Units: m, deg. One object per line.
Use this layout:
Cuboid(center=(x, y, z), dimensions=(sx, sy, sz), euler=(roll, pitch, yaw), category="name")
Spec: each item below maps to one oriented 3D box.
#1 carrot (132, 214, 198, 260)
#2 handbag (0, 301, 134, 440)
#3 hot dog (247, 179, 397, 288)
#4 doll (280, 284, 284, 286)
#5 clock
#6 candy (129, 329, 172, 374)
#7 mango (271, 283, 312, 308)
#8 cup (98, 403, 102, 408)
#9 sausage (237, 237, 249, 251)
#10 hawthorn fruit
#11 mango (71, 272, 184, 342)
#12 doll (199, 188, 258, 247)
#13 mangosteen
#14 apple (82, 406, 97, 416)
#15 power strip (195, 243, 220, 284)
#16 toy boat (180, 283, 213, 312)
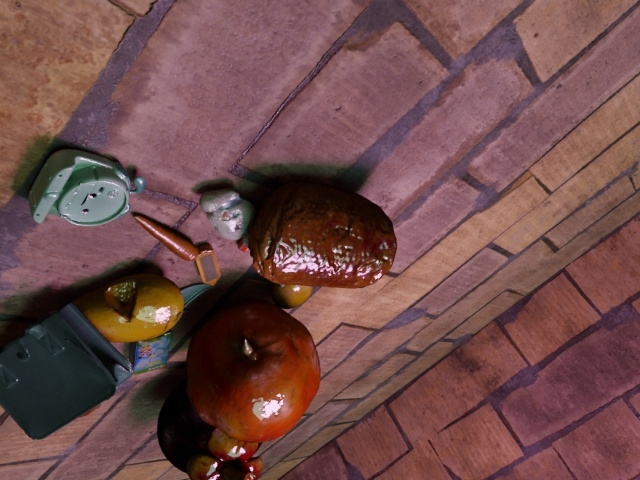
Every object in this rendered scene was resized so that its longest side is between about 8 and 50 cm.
Cuboid(center=(-0.343, -0.007, 1.211), dimensions=(0.048, 0.048, 0.216), euler=(-34, 146, 7), category="carrot")
Cuboid(center=(-0.609, 0.302, 1.231), dimensions=(0.326, 0.238, 0.089), euler=(-32, -165, 22), category="handbag")
Cuboid(center=(0.000, 0.000, 1.325), dimensions=(0.387, 0.174, 0.267), euler=(9, 104, -32), category="hot dog")
Cuboid(center=(0.009, 0.031, 1.530), dimensions=(0.384, 0.099, 0.188), euler=(-17, 154, -30), category="doll")
Cuboid(center=(-0.421, -0.088, 1.001), dimensions=(0.188, 0.060, 0.148), euler=(7, 133, -47), category="clock")
Cuboid(center=(-0.479, 0.298, 1.521), dimensions=(0.097, 0.062, 0.194), euler=(-11, 144, -31), category="candy")
Cuboid(center=(-0.084, 0.149, 1.627), dimensions=(0.130, 0.092, 0.195), euler=(-28, 159, -9), category="mango")
Cuboid(center=(-0.671, 0.434, 1.555), dimensions=(0.077, 0.078, 0.100), euler=(10, 97, -43), category="cup")
Cuboid(center=(-0.169, -0.015, 1.358), dimensions=(0.034, 0.034, 0.129), euler=(5, 135, -45), category="sausage")
Cuboid(center=(-0.191, 0.342, 1.509), dimensions=(0.402, 0.403, 0.403), euler=(-22, 149, -14), category="hawthorn fruit")
Cuboid(center=(-0.455, 0.162, 1.276), dimensions=(0.261, 0.130, 0.167), euler=(-16, 131, -13), category="mango")
Cuboid(center=(-0.199, -0.054, 1.238), dimensions=(0.103, 0.071, 0.214), euler=(-42, 141, -4), category="doll")
Cuboid(center=(-0.329, 0.632, 1.777), dimensions=(0.382, 0.435, 0.382), euler=(-24, 152, -14), category="mangosteen")
Cuboid(center=(-0.649, 0.372, 1.415), dimensions=(0.195, 0.160, 0.173), euler=(-17, 126, -34), category="apple")
Cuboid(center=(-0.286, 0.067, 1.380), dimensions=(0.049, 0.028, 0.178), euler=(-22, 148, -15), category="power strip")
Cuboid(center=(-0.350, 0.144, 1.446), dimensions=(0.122, 0.034, 0.096), euler=(-41, 149, 1), category="toy boat")
